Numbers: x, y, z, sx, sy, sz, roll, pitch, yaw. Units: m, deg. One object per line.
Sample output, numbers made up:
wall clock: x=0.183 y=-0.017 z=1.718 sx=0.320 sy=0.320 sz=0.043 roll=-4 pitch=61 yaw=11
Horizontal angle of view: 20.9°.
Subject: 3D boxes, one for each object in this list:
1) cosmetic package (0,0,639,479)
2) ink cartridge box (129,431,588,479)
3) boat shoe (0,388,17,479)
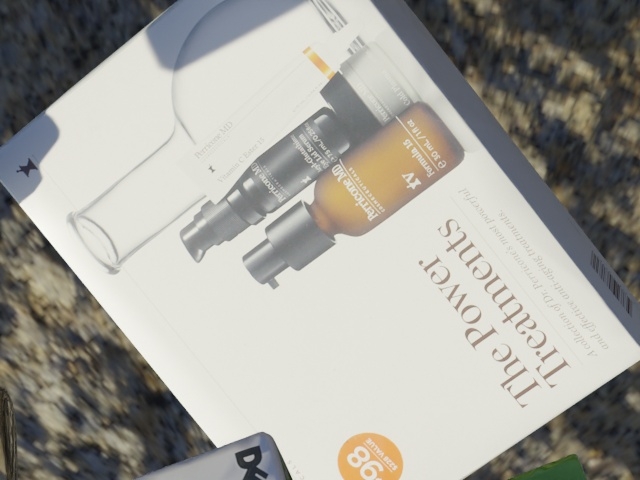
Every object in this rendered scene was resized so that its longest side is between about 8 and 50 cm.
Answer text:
cosmetic package: x=0.000 y=0.000 z=1.200 sx=0.284 sy=0.097 sz=0.377 roll=-37 pitch=96 yaw=18
ink cartridge box: x=0.008 y=0.170 z=0.726 sx=0.255 sy=0.097 sz=0.188 roll=-21 pitch=41 yaw=2
boat shoe: x=-0.342 y=0.245 z=1.665 sx=0.105 sy=0.307 sz=0.110 roll=2 pitch=52 yaw=-7
